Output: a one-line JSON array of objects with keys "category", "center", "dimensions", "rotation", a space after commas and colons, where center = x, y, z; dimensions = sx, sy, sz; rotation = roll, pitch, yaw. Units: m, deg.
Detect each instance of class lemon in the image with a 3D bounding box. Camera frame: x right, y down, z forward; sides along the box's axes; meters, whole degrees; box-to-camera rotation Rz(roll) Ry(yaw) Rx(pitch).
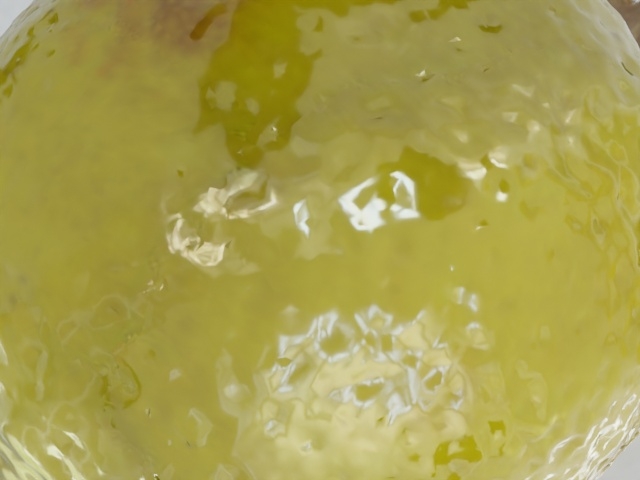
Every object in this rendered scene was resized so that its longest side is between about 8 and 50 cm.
[{"category": "lemon", "center": [0.000, 0.000, 0.581], "dimensions": [0.267, 0.267, 0.267], "rotation": [-19, 156, -9]}]

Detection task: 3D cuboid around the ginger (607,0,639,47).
[{"category": "ginger", "center": [0.246, -0.110, 0.994], "dimensions": [0.309, 0.133, 0.107], "rotation": [9, -167, 41]}]
